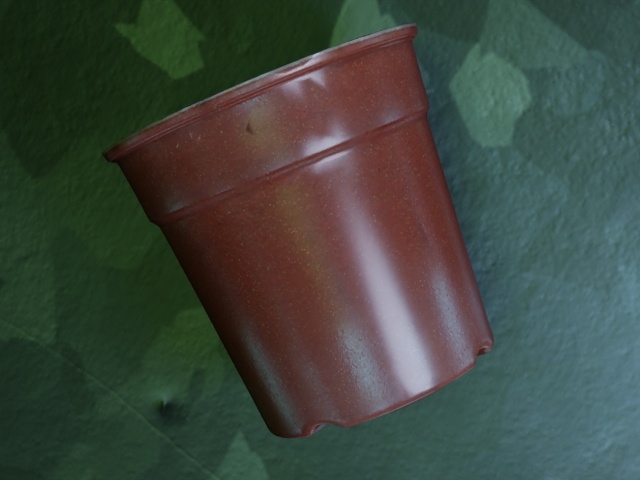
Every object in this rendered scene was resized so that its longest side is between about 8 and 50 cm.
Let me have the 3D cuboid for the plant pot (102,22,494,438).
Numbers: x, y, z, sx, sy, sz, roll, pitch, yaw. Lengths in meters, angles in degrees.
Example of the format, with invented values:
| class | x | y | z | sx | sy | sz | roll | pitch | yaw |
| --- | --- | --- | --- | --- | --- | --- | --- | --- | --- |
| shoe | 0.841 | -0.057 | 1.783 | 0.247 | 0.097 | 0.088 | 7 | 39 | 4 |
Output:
| class | x | y | z | sx | sy | sz | roll | pitch | yaw |
| --- | --- | --- | --- | --- | --- | --- | --- | --- | --- |
| plant pot | 0.000 | 0.000 | 0.884 | 0.272 | 0.272 | 0.265 | -21 | 95 | 11 |
